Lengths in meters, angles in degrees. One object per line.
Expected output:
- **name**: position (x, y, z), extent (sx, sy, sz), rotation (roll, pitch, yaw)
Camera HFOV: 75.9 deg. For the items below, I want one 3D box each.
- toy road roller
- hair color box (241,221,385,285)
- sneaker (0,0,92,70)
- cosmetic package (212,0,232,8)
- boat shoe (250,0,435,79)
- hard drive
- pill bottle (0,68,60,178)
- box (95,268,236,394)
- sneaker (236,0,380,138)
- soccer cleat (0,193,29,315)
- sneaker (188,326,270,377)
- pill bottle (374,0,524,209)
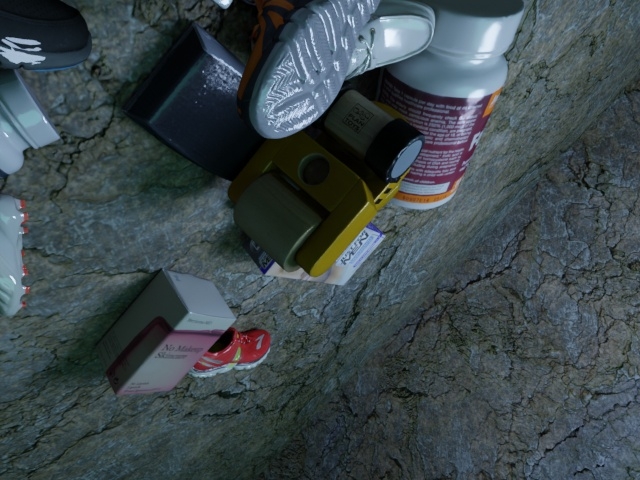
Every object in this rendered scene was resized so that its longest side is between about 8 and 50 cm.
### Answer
- **toy road roller**: position (0.028, -0.099, 0.734), extent (0.329, 0.202, 0.240), rotation (-49, 161, 2)
- **hair color box**: position (0.000, 0.000, 0.977), extent (0.185, 0.110, 0.339), rotation (-51, 148, 15)
- **sneaker**: position (-0.330, -0.237, 0.293), extent (0.341, 0.125, 0.139), rotation (6, 120, -56)
- **cosmetic package**: position (-0.142, -0.327, 0.336), extent (0.151, 0.183, 0.151), rotation (7, 123, -54)
- **boat shoe**: position (0.039, -0.277, 0.599), extent (0.277, 0.096, 0.098), rotation (-10, 139, 0)
- **hard drive**: position (-0.150, -0.185, 0.644), extent (0.172, 0.054, 0.255), rotation (-47, 150, 7)
- **pill bottle**: position (-0.380, -0.103, 0.420), extent (0.180, 0.108, 0.108), rotation (-32, 149, -18)
- **box**: position (-0.321, 0.193, 0.859), extent (0.232, 0.127, 0.149), rotation (-47, 150, 8)
- **sneaker**: position (-0.050, -0.268, 0.504), extent (0.321, 0.180, 0.124), rotation (-62, 158, -20)
- **soccer cleat**: position (-0.445, 0.024, 0.558), extent (0.076, 0.068, 0.196), rotation (-5, 127, -40)
- **sneaker**: position (-0.234, 0.285, 1.114), extent (0.279, 0.107, 0.118), rotation (-7, 126, -50)
- **pill bottle**: position (0.220, -0.270, 0.806), extent (0.224, 0.224, 0.392), rotation (-27, 148, -25)
